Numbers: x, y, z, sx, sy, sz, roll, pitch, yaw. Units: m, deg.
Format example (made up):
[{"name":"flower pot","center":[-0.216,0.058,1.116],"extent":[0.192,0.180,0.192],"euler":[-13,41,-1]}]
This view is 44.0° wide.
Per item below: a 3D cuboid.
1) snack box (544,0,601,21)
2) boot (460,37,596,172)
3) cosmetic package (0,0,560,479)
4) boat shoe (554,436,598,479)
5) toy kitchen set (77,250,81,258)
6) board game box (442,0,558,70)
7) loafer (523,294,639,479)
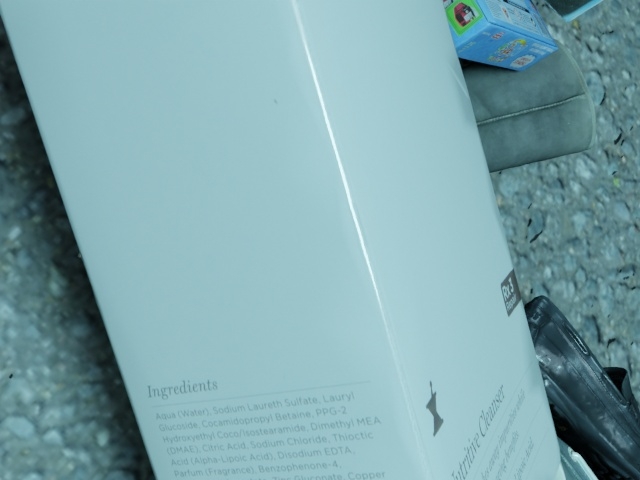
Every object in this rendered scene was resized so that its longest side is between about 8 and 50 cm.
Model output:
[{"name":"snack box","center":[0.087,-0.297,0.527],"extent":[0.322,0.060,0.187],"euler":[20,48,-45]},{"name":"boot","center":[0.133,-0.061,0.623],"extent":[0.208,0.076,0.189],"euler":[-12,90,-35]},{"name":"cosmetic package","center":[0.000,0.000,0.431],"extent":[0.217,0.156,0.385],"euler":[-34,111,-61]},{"name":"boat shoe","center":[0.160,0.204,0.609],"extent":[0.319,0.116,0.099],"euler":[50,22,-8]},{"name":"toy kitchen set","center":[-0.093,-0.011,0.491],"extent":[0.083,0.068,0.075],"euler":[22,75,-25]},{"name":"board game box","center":[0.083,-0.223,0.557],"extent":[0.160,0.039,0.211],"euler":[-12,75,-58]},{"name":"loafer","center":[0.229,0.138,0.644],"extent":[0.223,0.076,0.078],"euler":[46,74,-13]}]
